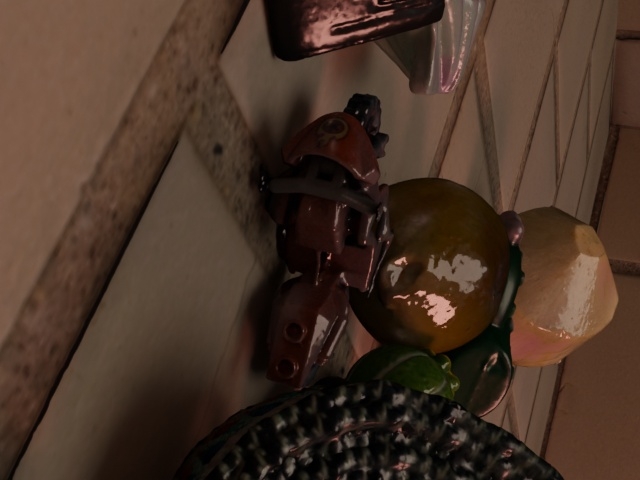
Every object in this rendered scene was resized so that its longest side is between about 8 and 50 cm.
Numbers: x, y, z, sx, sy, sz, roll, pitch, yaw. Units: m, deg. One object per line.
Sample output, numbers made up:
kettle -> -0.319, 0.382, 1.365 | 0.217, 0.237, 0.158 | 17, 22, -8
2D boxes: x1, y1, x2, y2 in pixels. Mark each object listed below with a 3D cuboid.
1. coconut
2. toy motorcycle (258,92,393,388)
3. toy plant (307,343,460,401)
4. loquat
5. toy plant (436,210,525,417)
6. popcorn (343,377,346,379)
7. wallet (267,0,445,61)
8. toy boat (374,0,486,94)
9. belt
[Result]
coconut -> 0.292, 0.062, 1.234 | 0.237, 0.237, 0.197 | 49, 22, -64
toy motorcycle -> 0.000, 0.000, 0.615 | 0.118, 0.084, 0.212 | -3, 107, -78
toy plant -> 0.037, 0.137, 0.690 | 0.162, 0.093, 0.092 | -30, 132, -29
loquat -> 0.086, 0.021, 0.765 | 0.195, 0.152, 0.152 | -4, 103, -75
toy plant -> 0.141, 0.087, 0.937 | 0.243, 0.113, 0.232 | 149, -39, -79
popcorn -> 0.044, 0.173, 0.790 | 0.116, 0.121, 0.106 | -50, -168, -10
wallet -> 0.016, -0.227, 0.528 | 0.025, 0.124, 0.244 | -121, -161, -48
toy boat -> 0.077, -0.257, 0.676 | 0.199, 0.100, 0.290 | -30, 125, -64
belt -> 0.046, 0.204, 0.529 | 0.206, 0.295, 0.160 | -68, -167, -20
